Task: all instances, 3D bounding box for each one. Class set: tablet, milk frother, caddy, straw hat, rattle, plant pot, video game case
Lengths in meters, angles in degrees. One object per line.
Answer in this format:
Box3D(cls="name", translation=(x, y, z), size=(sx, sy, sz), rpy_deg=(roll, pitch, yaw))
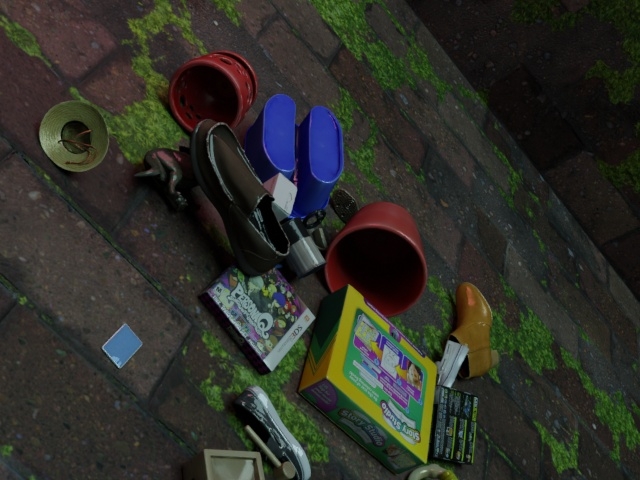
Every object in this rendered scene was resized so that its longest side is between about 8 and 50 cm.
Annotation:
Box3D(cls="tablet", translation=(-0.375, 0.199, 1.562), size=(0.054, 0.006, 0.083), rpy_deg=(52, 34, -11))
Box3D(cls="milk frother", translation=(-0.024, 0.005, 2.038), size=(0.135, 0.143, 0.129), rpy_deg=(59, 2, 7))
Box3D(cls="caddy", translation=(-0.075, -0.211, 2.140), size=(0.241, 0.179, 0.341), rpy_deg=(15, 50, -19))
Box3D(cls="straw hat", translation=(-0.493, -0.206, 1.671), size=(0.144, 0.144, 0.061), rpy_deg=(58, -6, -2))
Box3D(cls="rattle", translation=(0.244, 0.644, 2.015), size=(0.130, 0.143, 0.199), rpy_deg=(37, 42, 26))
Box3D(cls="plant pot", translation=(0.156, 0.032, 2.200), size=(0.275, 0.275, 0.243), rpy_deg=(49, 24, -15))
Box3D(cls="plant pot", translation=(-0.250, -0.363, 2.014), size=(0.191, 0.191, 0.174), rpy_deg=(53, 28, -10))
Box3D(cls="video game case", translation=(-0.138, 0.151, 1.859), size=(0.232, 0.042, 0.210), rpy_deg=(53, 42, -9))

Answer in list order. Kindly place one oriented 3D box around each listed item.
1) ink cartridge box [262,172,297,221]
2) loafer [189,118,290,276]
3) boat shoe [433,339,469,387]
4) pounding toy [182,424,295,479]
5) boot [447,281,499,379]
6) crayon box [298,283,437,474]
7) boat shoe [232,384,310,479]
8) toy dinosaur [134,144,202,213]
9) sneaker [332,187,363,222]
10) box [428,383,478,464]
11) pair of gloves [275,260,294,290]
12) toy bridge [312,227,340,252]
Box3D(cls="ink cartridge box", translation=(-0.136, -0.079, 1.970), size=(0.063, 0.150, 0.109), rpy_deg=(41, 37, -26))
Box3D(cls="loafer", translation=(-0.160, -0.104, 1.811), size=(0.134, 0.130, 0.366), rpy_deg=(-39, 109, -50))
Box3D(cls="boat shoe", translation=(0.347, 0.375, 2.334), size=(0.075, 0.083, 0.226), rpy_deg=(25, 43, 13))
Box3D(cls="pounding toy", translation=(-0.153, 0.452, 1.566), size=(0.206, 0.094, 0.181), rpy_deg=(15, 48, -37))
Box3D(cls="boot", translation=(0.445, 0.269, 2.513), size=(0.211, 0.104, 0.295), rpy_deg=(1, 68, -53))
Box3D(cls="crayon box", translation=(0.128, 0.340, 2.032), size=(0.363, 0.106, 0.313), rpy_deg=(44, 37, -22))
Box3D(cls="boat shoe", translation=(-0.106, 0.410, 1.696), size=(0.076, 0.080, 0.229), rpy_deg=(-31, 93, -40))
Box3D(cls="toy dinosaur", translation=(-0.326, -0.151, 1.838), size=(0.313, 0.121, 0.160), rpy_deg=(-15, 64, -52))
Box3D(cls="sneaker", translation=(0.096, -0.078, 2.378), size=(0.188, 0.066, 0.071), rpy_deg=(54, 16, -17))
Box3D(cls="box", translation=(0.351, 0.494, 2.209), size=(0.184, 0.045, 0.191), rpy_deg=(23, 68, -44))
Box3D(cls="pair of gloves", translation=(-0.128, 0.081, 1.974), size=(0.159, 0.023, 0.198), rpy_deg=(0, 65, -55))
Box3D(cls="toy bridge", translation=(0.000, 0.000, 2.204), size=(0.188, 0.026, 0.063), rpy_deg=(2, 65, -53))
